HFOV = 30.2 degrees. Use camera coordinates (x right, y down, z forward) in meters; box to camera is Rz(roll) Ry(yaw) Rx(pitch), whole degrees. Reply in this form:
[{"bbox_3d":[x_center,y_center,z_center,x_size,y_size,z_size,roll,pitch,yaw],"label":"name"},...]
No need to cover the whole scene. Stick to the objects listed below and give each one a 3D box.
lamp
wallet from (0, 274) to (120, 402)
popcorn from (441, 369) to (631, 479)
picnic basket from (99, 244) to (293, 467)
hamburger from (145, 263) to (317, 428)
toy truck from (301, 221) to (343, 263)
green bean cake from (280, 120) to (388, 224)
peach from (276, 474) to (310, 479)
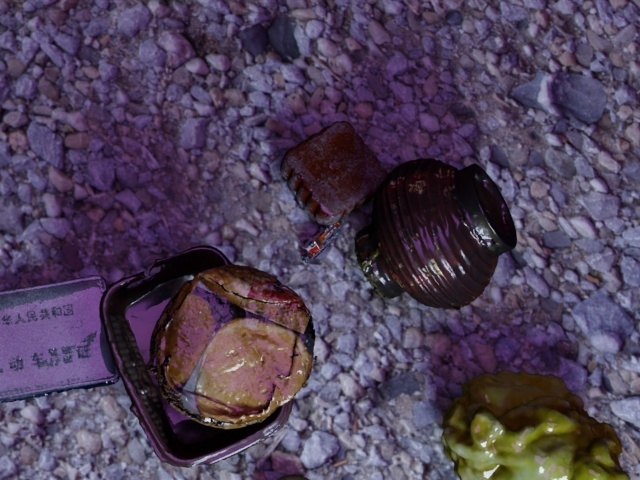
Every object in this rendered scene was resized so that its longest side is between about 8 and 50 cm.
[{"bbox_3d":[0.168,-0.006,1.785,0.246,0.247,0.247,2,79,-11],"label":"lamp"},{"bbox_3d":[-0.407,0.143,1.727,0.222,0.036,0.167,-8,82,-13],"label":"wallet"},{"bbox_3d":[0.325,0.300,1.762,0.285,0.174,0.225,20,35,15],"label":"popcorn"},{"bbox_3d":[-0.185,0.174,1.720,0.222,0.129,0.297,-23,84,-13],"label":"picnic basket"},{"bbox_3d":[-0.119,0.145,1.617,0.230,0.107,0.231,1,84,-12],"label":"hamburger"},{"bbox_3d":[0.000,0.000,1.844,0.083,0.024,0.032,-44,120,-19],"label":"toy truck"},{"bbox_3d":[0.021,-0.103,1.844,0.135,0.056,0.136,-32,80,-25],"label":"green bean cake"},{"bbox_3d":[-0.040,0.386,1.738,0.083,0.083,0.083,2,79,-11],"label":"peach"}]
